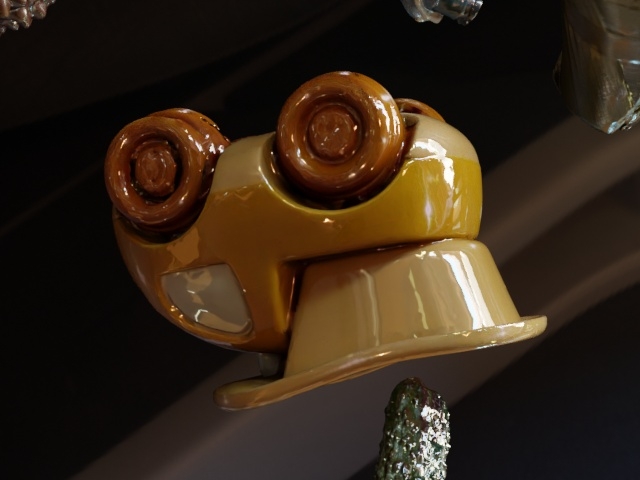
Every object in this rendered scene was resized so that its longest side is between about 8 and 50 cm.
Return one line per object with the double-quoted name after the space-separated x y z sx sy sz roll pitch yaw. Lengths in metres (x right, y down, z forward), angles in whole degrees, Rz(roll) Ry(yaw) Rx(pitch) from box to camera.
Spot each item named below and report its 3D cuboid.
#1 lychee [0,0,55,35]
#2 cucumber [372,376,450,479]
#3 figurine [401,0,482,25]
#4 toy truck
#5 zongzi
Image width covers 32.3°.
-0.358 -0.331 1.015 0.306 0.330 0.305 -1 105 -2 "lychee"
0.103 0.310 1.319 0.096 0.359 0.096 9 141 8 "cucumber"
0.067 -0.217 0.881 0.136 0.079 0.077 23 94 2 "figurine"
0.000 0.000 0.787 0.288 0.211 0.204 -13 174 19 "toy truck"
0.267 -0.231 1.145 0.289 0.123 0.260 -3 136 -31 "zongzi"
